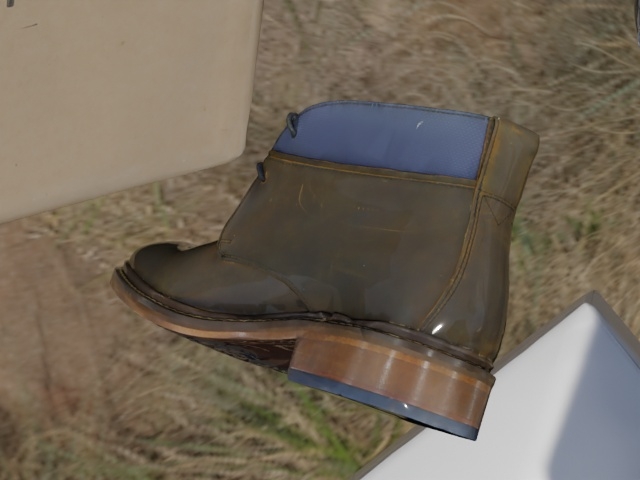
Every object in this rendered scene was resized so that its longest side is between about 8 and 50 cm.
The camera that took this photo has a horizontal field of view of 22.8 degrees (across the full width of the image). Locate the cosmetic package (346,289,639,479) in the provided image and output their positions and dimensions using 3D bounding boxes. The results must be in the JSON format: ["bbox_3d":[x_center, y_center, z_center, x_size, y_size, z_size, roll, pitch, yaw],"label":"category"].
[{"bbox_3d":[0.071,0.213,0.897,0.365,0.155,0.197,-38,84,8],"label":"cosmetic package"}]

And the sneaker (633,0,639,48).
[{"bbox_3d":[0.304,-0.150,1.184,0.100,0.271,0.108,-29,56,26],"label":"sneaker"}]

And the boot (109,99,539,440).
[{"bbox_3d":[0.000,0.000,0.601,0.219,0.082,0.106,15,83,52],"label":"boot"}]

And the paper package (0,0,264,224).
[{"bbox_3d":[-0.187,-0.158,0.660,0.168,0.325,0.309,37,131,37],"label":"paper package"}]
